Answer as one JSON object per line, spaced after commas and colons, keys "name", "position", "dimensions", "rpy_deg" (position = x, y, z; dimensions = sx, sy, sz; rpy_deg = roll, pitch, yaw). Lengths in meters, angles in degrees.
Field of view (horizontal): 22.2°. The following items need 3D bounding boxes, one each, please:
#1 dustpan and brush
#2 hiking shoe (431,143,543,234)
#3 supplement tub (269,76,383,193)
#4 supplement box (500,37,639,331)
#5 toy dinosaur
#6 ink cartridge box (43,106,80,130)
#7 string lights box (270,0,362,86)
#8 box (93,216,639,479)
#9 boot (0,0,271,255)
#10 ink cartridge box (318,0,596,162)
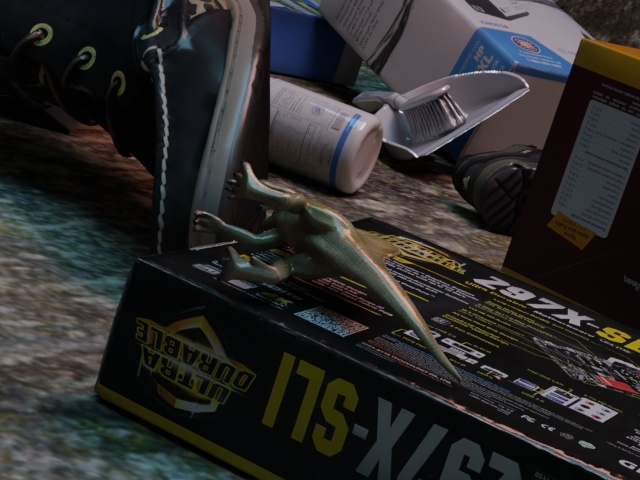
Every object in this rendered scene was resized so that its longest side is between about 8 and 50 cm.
{"name": "dustpan and brush", "position": [0.090, -0.129, 1.599], "dimensions": [0.147, 0.060, 0.211], "rpy_deg": [-32, 10, -22]}
{"name": "hiking shoe", "position": [0.214, -0.053, 1.456], "dimensions": [0.226, 0.086, 0.114], "rpy_deg": [7, 21, -34]}
{"name": "supplement tub", "position": [-0.009, -0.088, 1.350], "dimensions": [0.107, 0.071, 0.071], "rpy_deg": [22, 15, 19]}
{"name": "supplement box", "position": [0.259, -0.016, 1.143], "dimensions": [0.191, 0.194, 0.129], "rpy_deg": [28, 17, 36]}
{"name": "toy dinosaur", "position": [0.000, 0.000, 0.750], "dimensions": [0.092, 0.053, 0.183], "rpy_deg": [11, 15, -28]}
{"name": "ink cartridge box", "position": [-0.233, -0.261, 1.243], "dimensions": [0.289, 0.211, 0.121], "rpy_deg": [41, 8, -17]}
{"name": "string lights box", "position": [-0.086, -0.246, 1.851], "dimensions": [0.259, 0.077, 0.133], "rpy_deg": [6, 20, -39]}
{"name": "box", "position": [0.093, 0.086, 0.796], "dimensions": [0.322, 0.079, 0.257], "rpy_deg": [24, 14, 23]}
{"name": "boot", "position": [-0.174, -0.112, 1.058], "dimensions": [0.284, 0.138, 0.377], "rpy_deg": [0, 46, -2]}
{"name": "ink cartridge box", "position": [0.174, -0.207, 1.766], "dimensions": [0.223, 0.129, 0.307], "rpy_deg": [5, 34, -39]}
